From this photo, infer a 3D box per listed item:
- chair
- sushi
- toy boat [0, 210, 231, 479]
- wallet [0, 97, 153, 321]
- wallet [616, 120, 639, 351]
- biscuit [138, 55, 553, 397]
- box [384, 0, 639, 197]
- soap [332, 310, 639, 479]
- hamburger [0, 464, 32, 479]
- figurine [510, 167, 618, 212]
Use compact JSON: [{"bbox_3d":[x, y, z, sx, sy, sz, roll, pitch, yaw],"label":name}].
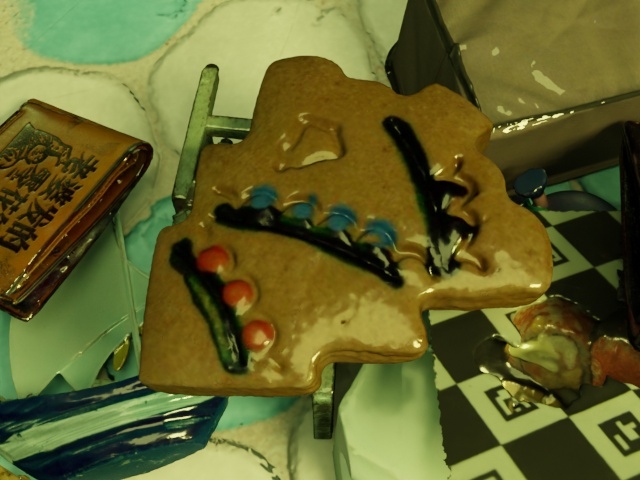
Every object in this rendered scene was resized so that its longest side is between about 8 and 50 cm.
[{"bbox_3d":[-0.047,0.008,0.709,0.147,0.136,0.271,6,66,4],"label":"chair"},{"bbox_3d":[0.216,0.079,0.597,0.289,0.050,0.264,1,42,0],"label":"sushi"},{"bbox_3d":[-0.191,0.053,0.734,0.220,0.067,0.291,-15,63,-5],"label":"toy boat"},{"bbox_3d":[-0.258,-0.039,0.761,0.160,0.042,0.195,23,62,24],"label":"wallet"},{"bbox_3d":[0.323,-0.001,0.606,0.220,0.071,0.262,9,36,10],"label":"wallet"},{"bbox_3d":[0.000,-0.001,0.596,0.278,0.043,0.301,38,72,26],"label":"biscuit"},{"bbox_3d":[0.207,-0.158,0.776,0.252,0.153,0.188,-14,66,-7],"label":"box"},{"bbox_3d":[0.194,0.164,0.646,0.346,0.115,0.208,27,68,12],"label":"soap"},{"bbox_3d":[-0.246,0.291,0.587,0.130,0.124,0.262,22,68,10],"label":"hamburger"},{"bbox_3d":[0.237,0.017,0.731,0.194,0.111,0.102,18,75,0],"label":"figurine"}]
